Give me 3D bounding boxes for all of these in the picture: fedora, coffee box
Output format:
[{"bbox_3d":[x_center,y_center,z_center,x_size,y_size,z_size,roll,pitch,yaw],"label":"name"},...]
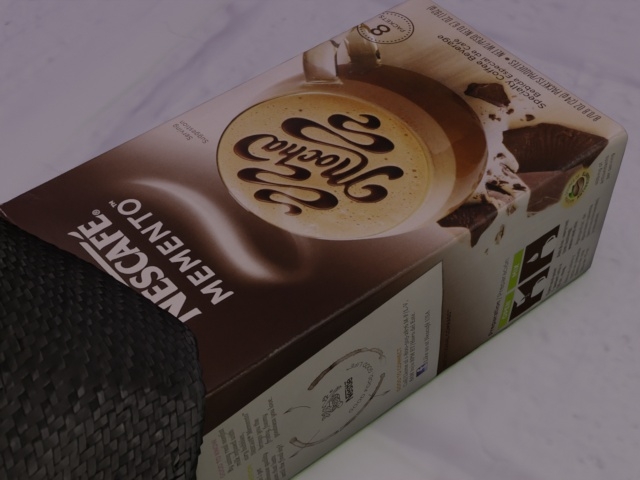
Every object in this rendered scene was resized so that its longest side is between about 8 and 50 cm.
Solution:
[{"bbox_3d":[-0.146,0.105,0.444,0.152,0.334,0.334,23,42,-22],"label":"fedora"},{"bbox_3d":[0.000,0.000,0.631,0.297,0.119,0.168,-31,55,-27],"label":"coffee box"}]
